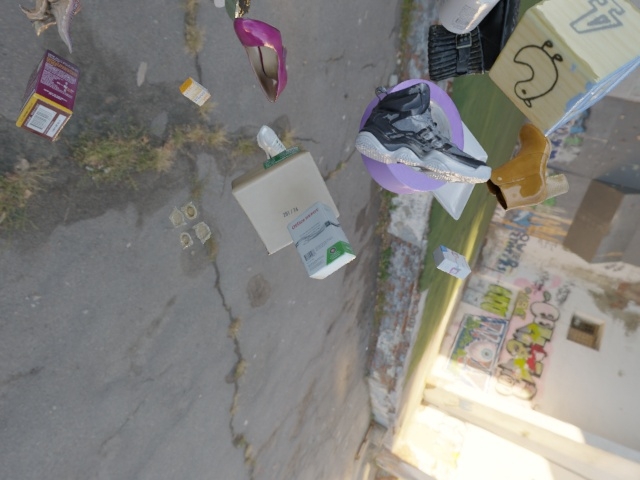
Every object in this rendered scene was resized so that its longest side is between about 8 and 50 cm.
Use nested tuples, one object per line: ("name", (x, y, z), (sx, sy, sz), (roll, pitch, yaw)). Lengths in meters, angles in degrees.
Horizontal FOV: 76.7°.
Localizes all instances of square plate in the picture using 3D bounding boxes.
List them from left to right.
("square plate", (0.461, -0.310, 1.508), (0.347, 0.049, 0.344), (42, 65, -22))

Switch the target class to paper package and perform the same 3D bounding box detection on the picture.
("paper package", (-0.138, -0.162, 1.560), (0.324, 0.168, 0.310), (-28, 121, -1))

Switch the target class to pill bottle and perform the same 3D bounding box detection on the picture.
("pill bottle", (0.398, -0.643, 1.023), (0.229, 0.131, 0.131), (178, -66, -85))

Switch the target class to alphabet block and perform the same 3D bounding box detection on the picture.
("alphabet block", (0.512, -0.377, 0.833), (0.193, 0.197, 0.192), (-33, 166, -10))

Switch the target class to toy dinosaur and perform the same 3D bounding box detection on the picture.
("toy dinosaur", (-0.685, -0.647, 1.056), (0.200, 0.296, 0.127), (-30, 168, -18))

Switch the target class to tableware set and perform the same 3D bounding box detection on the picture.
("tableware set", (-0.476, -0.055, 1.461), (0.169, 0.141, 0.020), (62, 25, -2))

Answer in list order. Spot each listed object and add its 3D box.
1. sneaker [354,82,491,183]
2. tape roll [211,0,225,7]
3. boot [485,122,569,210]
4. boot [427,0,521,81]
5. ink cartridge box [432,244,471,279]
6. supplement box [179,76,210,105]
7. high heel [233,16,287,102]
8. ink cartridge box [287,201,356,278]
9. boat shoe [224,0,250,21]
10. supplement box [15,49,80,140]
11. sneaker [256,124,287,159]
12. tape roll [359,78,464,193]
("sneaker", (0.211, -0.208, 0.775), (0.101, 0.268, 0.153), (1, 106, -88))
("tape roll", (-0.349, -0.995, 1.522), (0.219, 0.072, 0.219), (-43, -168, 11))
("boot", (0.617, -0.239, 1.277), (0.104, 0.210, 0.296), (74, 4, -61))
("boot", (0.466, -0.682, 1.250), (0.131, 0.259, 0.349), (-24, 119, -58))
("ink cartridge box", (0.485, 0.081, 1.495), (0.052, 0.122, 0.089), (-54, -161, 32))
("supplement box", (-0.481, -0.570, 1.552), (0.062, 0.036, 0.098), (-39, 154, 16))
("high heel", (-0.181, -0.562, 1.283), (0.377, 0.127, 0.182), (-23, 124, -73))
("ink cartridge box", (0.000, 0.000, 1.341), (0.153, 0.209, 0.086), (-35, 155, 21))
("boat shoe", (-0.245, -0.768, 1.237), (0.068, 0.081, 0.227), (-37, -173, -17))
("supplement box", (-0.646, -0.347, 0.966), (0.104, 0.188, 0.080), (-34, 142, 26))
("sneaker", (-0.186, -0.390, 1.684), (0.090, 0.094, 0.235), (-56, 155, -10))
("tape roll", (0.236, -0.260, 1.037), (0.274, 0.090, 0.275), (-1, 91, -27))
